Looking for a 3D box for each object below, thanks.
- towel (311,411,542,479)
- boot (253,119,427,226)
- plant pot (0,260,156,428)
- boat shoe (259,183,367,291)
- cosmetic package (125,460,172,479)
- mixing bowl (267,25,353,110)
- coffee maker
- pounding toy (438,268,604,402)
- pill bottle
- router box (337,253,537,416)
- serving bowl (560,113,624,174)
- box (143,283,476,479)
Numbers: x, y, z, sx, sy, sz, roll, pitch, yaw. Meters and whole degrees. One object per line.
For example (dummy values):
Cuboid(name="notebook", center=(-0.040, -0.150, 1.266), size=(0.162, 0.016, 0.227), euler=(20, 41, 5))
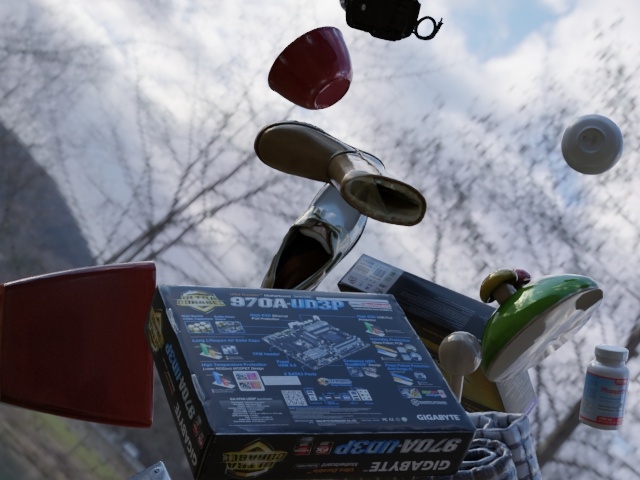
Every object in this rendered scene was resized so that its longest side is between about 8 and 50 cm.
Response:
Cuboid(name="towel", center=(0.071, 0.278, 1.020), size=(0.283, 0.121, 0.235), euler=(-7, -67, 30))
Cuboid(name="boot", center=(0.025, -0.108, 1.698), size=(0.236, 0.089, 0.269), euler=(12, 13, -12))
Cuboid(name="plant pot", center=(-0.432, 0.169, 1.819), size=(0.235, 0.268, 0.267), euler=(3, -6, -31))
Cuboid(name="boat shoe", center=(0.000, 0.000, 1.933), size=(0.113, 0.302, 0.103), euler=(30, -11, 4))
Cuboid(name="cosmetic package", center=(-0.308, 0.554, 1.763), size=(0.097, 0.284, 0.377), euler=(54, -14, 47))
Cuboid(name="mixing bowl", center=(-0.003, -0.324, 2.194), size=(0.098, 0.181, 0.181), euler=(53, -12, 22))
Cuboid(name="coffee maker", center=(0.119, -0.423, 2.037), size=(0.171, 0.120, 0.178), euler=(38, 14, -14))
Cuboid(name="pounding toy", center=(0.232, 0.095, 1.405), size=(0.110, 0.236, 0.183), euler=(54, -14, 25))
Cuboid(name="pill bottle", center=(0.573, 0.293, 2.229), size=(0.087, 0.160, 0.087), euler=(6, 7, -1))
Cuboid(name="router box", center=(0.195, 0.171, 1.858), size=(0.308, 0.081, 0.243), euler=(22, -29, 40))
Cuboid(name="serving bowl", center=(0.362, -0.131, 1.484), size=(0.083, 0.083, 0.027), euler=(40, 5, 18))
Cuboid(name="box", center=(-0.011, 0.108, 0.869), size=(0.175, 0.220, 0.051), euler=(59, -43, 49))
